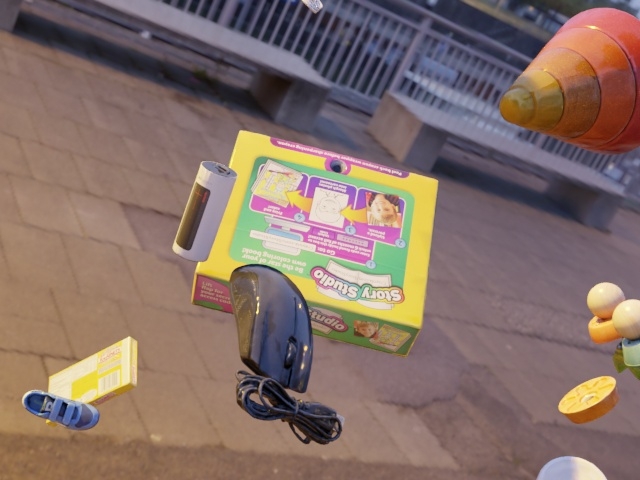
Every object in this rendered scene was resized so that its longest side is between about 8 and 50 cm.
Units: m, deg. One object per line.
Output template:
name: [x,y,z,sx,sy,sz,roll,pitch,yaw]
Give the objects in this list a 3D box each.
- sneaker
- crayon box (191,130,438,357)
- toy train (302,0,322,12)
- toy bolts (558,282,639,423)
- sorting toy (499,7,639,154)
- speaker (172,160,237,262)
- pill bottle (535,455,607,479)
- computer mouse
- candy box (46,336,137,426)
sneaker: [-0.468,0.304,1.650,0.144,0.053,0.059,14,-16,2]
crayon box: [0.000,0.000,1.540,0.363,0.106,0.313,14,54,-3]
toy train: [-0.070,-0.323,1.057,0.166,0.046,0.125,38,34,-29]
toy bolts: [0.459,0.172,1.444,0.158,0.218,0.228,58,-11,-5]
sorting toy: [0.233,-0.181,0.633,0.126,0.365,0.127,-19,67,-34]
speaker: [-0.162,-0.041,1.294,0.055,0.136,0.055,20,19,-7]
pill bottle: [0.437,0.500,1.674,0.131,0.229,0.131,1,50,-1]
computer mouse: [-0.048,0.129,1.232,0.188,0.072,0.272,33,29,-42]
candy box: [-0.432,0.267,1.739,0.027,0.206,0.105,45,27,-42]
